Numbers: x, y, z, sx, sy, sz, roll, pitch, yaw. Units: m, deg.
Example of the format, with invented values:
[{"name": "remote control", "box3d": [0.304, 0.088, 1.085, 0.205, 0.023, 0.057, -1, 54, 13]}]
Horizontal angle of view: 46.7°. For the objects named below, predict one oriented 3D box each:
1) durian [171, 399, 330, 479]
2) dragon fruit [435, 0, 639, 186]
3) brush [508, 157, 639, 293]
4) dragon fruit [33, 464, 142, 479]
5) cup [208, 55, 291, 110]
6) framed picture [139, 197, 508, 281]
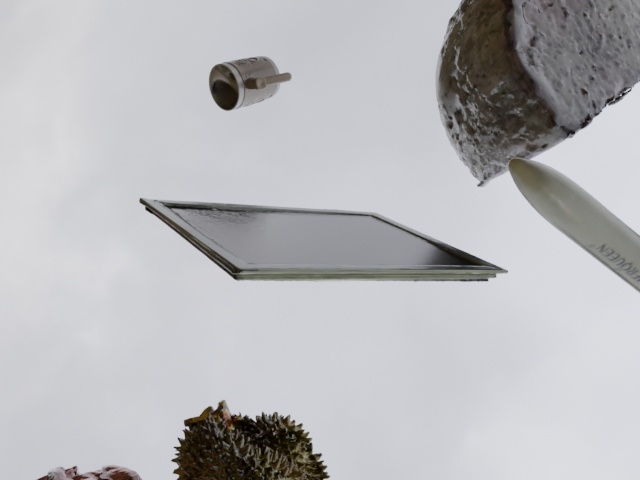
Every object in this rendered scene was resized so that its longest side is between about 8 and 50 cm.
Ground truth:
[{"name": "durian", "box3d": [-0.120, 0.424, 1.279, 0.258, 0.293, 0.258, -38, -159, 17]}, {"name": "dragon fruit", "box3d": [0.237, -0.211, 0.877, 0.283, 0.204, 0.221, -33, 179, -31]}, {"name": "brush", "box3d": [0.198, 0.034, 0.390, 0.042, 0.299, 0.039, -53, -155, 7]}, {"name": "dragon fruit", "box3d": [-0.282, 0.295, 0.754, 0.317, 0.205, 0.152, -5, -114, 65]}, {"name": "cup", "box3d": [-0.110, -0.259, 1.176, 0.102, 0.099, 0.074, -28, -90, 47]}, {"name": "framed picture", "box3d": [0.000, 0.000, 0.618, 0.197, 0.252, 0.014, 29, -67, 54]}]
